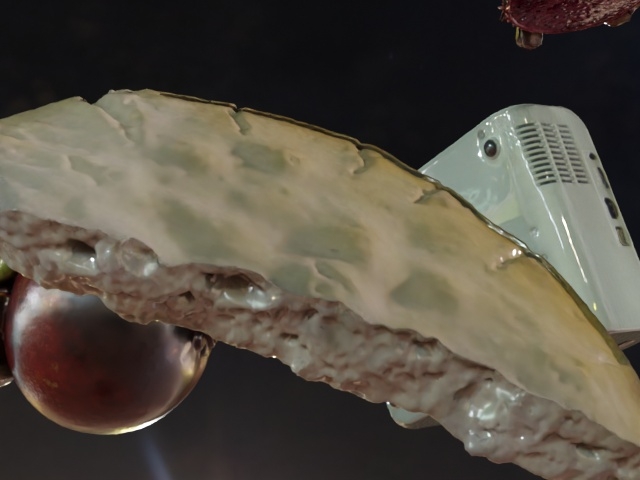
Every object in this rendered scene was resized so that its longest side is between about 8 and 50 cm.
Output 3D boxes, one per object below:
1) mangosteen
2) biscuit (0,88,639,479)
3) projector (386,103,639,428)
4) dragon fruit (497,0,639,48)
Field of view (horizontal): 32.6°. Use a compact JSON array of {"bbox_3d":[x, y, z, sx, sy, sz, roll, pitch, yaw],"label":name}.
[{"bbox_3d":[-0.174,0.055,0.824,0.199,0.200,0.200,3,-32,2],"label":"mangosteen"},{"bbox_3d":[0.001,-0.001,0.424,0.289,0.141,0.038,21,-54,-2],"label":"biscuit"},{"bbox_3d":[0.136,0.029,0.927,0.108,0.198,0.250,-1,-23,-37],"label":"projector"},{"bbox_3d":[0.170,-0.188,0.723,0.112,0.068,0.126,-8,-18,10],"label":"dragon fruit"}]
